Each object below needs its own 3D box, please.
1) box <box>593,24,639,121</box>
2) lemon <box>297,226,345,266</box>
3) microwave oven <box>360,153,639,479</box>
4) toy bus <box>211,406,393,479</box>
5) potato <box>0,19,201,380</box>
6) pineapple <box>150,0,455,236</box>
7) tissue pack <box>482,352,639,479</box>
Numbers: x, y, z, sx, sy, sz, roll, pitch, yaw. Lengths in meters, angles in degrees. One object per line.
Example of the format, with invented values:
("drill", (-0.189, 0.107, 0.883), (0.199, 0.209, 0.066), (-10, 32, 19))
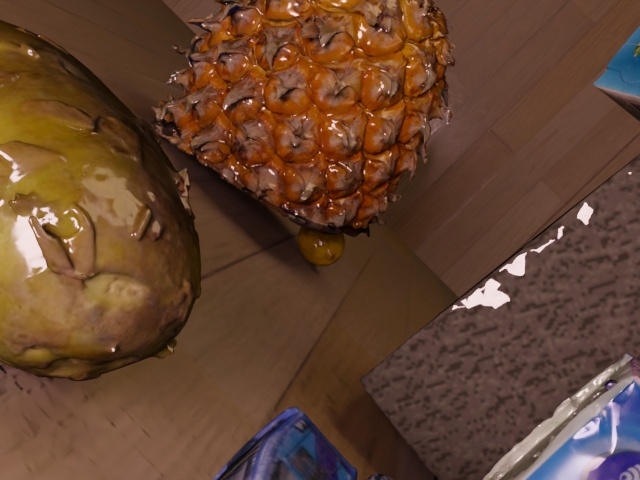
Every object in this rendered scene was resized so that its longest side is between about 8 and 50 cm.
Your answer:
("box", (0.337, -0.091, 0.704), (0.194, 0.073, 0.139), (35, 11, -11))
("lemon", (0.000, 0.000, 1.130), (0.062, 0.062, 0.083), (39, 9, -36))
("microwave oven", (0.304, 0.173, 0.714), (0.432, 0.374, 0.236), (51, 7, 9))
("toy bus", (0.040, 0.177, 0.337), (0.236, 0.079, 0.094), (46, 9, 7))
("potato", (-0.139, -0.038, 0.403), (0.149, 0.113, 0.251), (31, 17, -48))
("pineapple", (-0.010, -0.193, 1.061), (0.352, 0.300, 0.352), (23, 11, -5))
("tissue pack", (0.202, 0.226, 0.494), (0.263, 0.198, 0.146), (46, 10, 13))
